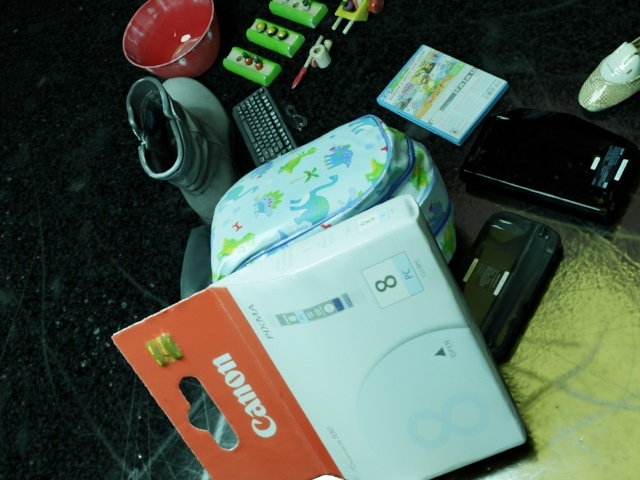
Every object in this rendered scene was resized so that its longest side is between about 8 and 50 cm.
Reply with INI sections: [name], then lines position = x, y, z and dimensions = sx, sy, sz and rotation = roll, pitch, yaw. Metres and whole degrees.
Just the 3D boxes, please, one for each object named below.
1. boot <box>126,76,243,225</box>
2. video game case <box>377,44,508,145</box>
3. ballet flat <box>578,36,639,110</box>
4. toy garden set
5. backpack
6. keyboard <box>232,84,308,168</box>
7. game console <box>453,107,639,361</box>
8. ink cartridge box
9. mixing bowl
[boot]
position = -0.221, -0.189, 1.263
dimensions = 0.118, 0.222, 0.338
rotation = -33, 55, 6
[video game case]
position = 0.182, -0.223, 1.225
dimensions = 0.166, 0.015, 0.119
rotation = 35, 82, 34
[ballet flat]
position = 0.437, -0.254, 1.093
dimensions = 0.206, 0.067, 0.073
rotation = -35, 56, 4
[toy garden set]
position = -0.031, -0.369, 1.381
dimensions = 0.204, 0.049, 0.244
rotation = 30, 78, 34
[backpack]
position = 0.000, 0.000, 1.053
dimensions = 0.356, 0.273, 0.290
rotation = -11, 27, 4
[keyboard]
position = -0.076, -0.183, 1.317
dimensions = 0.108, 0.023, 0.180
rotation = -31, 56, 6
[game console]
position = 0.253, -0.016, 1.063
dimensions = 0.213, 0.044, 0.361
rotation = 22, 73, 34
[ink cartridge box]
position = -0.003, 0.164, 0.923
dimensions = 0.385, 0.308, 0.091
rotation = -25, 22, 9
[mixing bowl]
position = -0.247, -0.352, 1.441
dimensions = 0.182, 0.098, 0.181
rotation = -12, 58, 19
